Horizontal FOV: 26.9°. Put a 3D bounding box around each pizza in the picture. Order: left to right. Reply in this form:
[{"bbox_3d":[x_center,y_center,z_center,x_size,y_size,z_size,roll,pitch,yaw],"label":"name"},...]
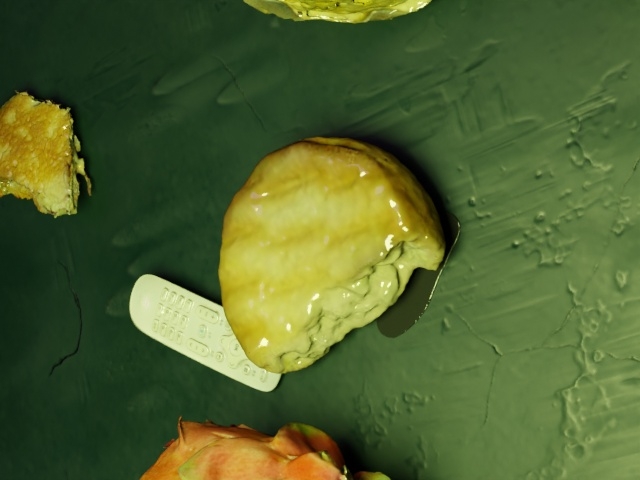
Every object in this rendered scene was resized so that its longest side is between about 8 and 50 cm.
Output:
[{"bbox_3d":[-0.363,-0.108,1.737,0.226,0.069,0.147,18,77,34],"label":"pizza"}]

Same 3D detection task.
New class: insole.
[{"bbox_3d":[0.102,0.037,1.403,0.053,0.002,0.153,37,110,33],"label":"insole"}]

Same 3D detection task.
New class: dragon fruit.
[{"bbox_3d":[-0.043,0.326,1.328,0.225,0.305,0.305,2,89,36],"label":"dragon fruit"}]

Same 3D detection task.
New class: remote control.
[{"bbox_3d":[-0.131,0.103,1.559,0.229,0.044,0.073,22,100,28],"label":"remote control"}]

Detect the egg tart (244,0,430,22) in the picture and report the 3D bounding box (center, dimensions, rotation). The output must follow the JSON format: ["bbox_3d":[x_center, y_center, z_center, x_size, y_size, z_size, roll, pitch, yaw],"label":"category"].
[{"bbox_3d":[0.008,-0.342,1.311,0.341,0.132,0.341,7,126,10],"label":"egg tart"}]

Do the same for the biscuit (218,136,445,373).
[{"bbox_3d":[0.001,0.000,1.428,0.274,0.091,0.213,-35,69,34],"label":"biscuit"}]
